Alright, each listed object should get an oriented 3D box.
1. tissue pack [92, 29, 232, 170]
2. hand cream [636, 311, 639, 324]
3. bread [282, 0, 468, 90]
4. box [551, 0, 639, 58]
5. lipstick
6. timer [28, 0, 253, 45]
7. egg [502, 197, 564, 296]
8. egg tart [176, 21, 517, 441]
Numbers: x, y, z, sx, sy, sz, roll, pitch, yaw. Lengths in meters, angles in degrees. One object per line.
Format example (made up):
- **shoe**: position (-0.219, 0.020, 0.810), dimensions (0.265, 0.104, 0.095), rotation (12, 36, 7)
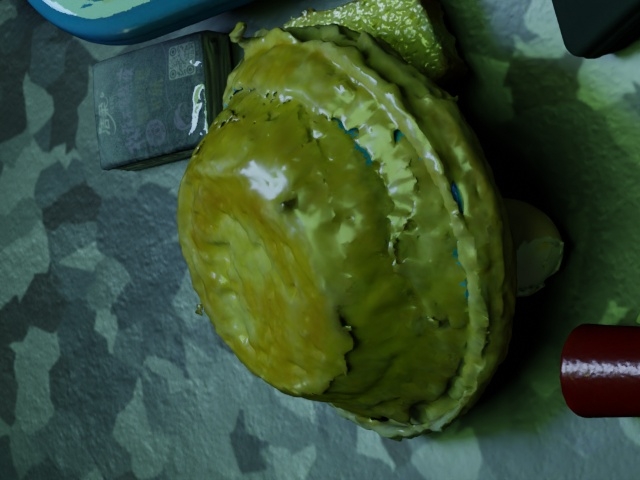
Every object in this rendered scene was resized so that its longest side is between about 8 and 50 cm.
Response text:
- **tissue pack**: position (-0.153, -0.134, 1.905), dimensions (0.156, 0.051, 0.112), rotation (-11, 81, 39)
- **hand cream**: position (0.273, 0.020, 1.576), dimensions (0.035, 0.022, 0.102), rotation (12, 104, 39)
- **bread**: position (0.048, -0.166, 1.731), dimensions (0.187, 0.065, 0.103), rotation (-16, 82, 42)
- **box**: position (0.213, -0.273, 1.555), dimensions (0.160, 0.050, 0.230), rotation (135, 122, -69)
- **lipstick**: position (0.301, 0.102, 1.515), dimensions (0.241, 0.080, 0.080), rotation (-3, 88, 39)
- **timer**: position (-0.133, -0.351, 1.786), dimensions (0.340, 0.115, 0.309), rotation (-20, 79, 12)
- **egg**: position (0.154, 0.003, 1.635), dimensions (0.096, 0.080, 0.080), rotation (42, 116, 44)
- **egg tart**: position (0.000, 0.000, 1.653), dimensions (0.388, 0.169, 0.388), rotation (35, 136, 42)
